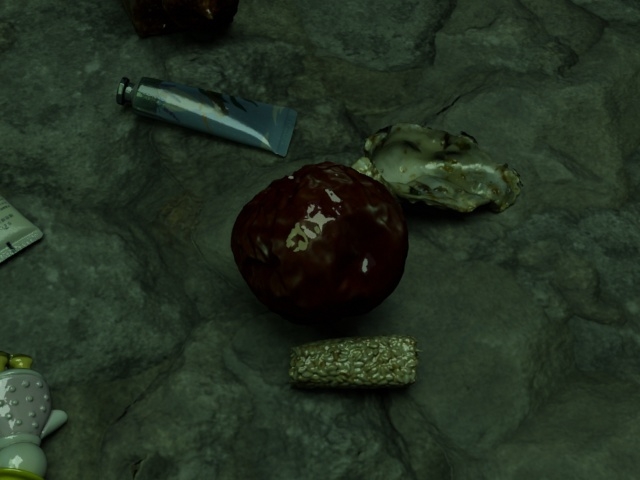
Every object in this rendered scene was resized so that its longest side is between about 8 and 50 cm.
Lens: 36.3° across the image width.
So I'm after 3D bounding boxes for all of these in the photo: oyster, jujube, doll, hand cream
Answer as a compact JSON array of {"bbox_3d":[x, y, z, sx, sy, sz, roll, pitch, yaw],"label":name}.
[{"bbox_3d":[0.161,-0.085,1.421,0.294,0.094,0.166,14,43,-19],"label":"oyster"},{"bbox_3d":[0.000,0.000,1.230,0.213,0.232,0.213,-1,93,-25],"label":"jujube"},{"bbox_3d":[-0.356,0.223,1.141,0.129,0.081,0.207,12,50,-37],"label":"doll"},{"bbox_3d":[-0.507,-0.073,1.368,0.095,0.059,0.276,-36,69,-29],"label":"hand cream"},{"bbox_3d":[-0.174,-0.198,1.492,0.271,0.058,0.091,14,56,-1],"label":"hand cream"}]

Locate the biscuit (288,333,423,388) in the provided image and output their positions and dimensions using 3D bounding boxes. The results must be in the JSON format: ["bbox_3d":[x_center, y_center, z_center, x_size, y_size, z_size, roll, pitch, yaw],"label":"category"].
[{"bbox_3d":[0.042,0.154,1.234,0.168,0.082,0.070,-1,79,-7],"label":"biscuit"}]

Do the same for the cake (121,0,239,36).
[{"bbox_3d":[-0.249,-0.453,1.593,0.198,0.196,0.293,-13,60,-12],"label":"cake"}]
